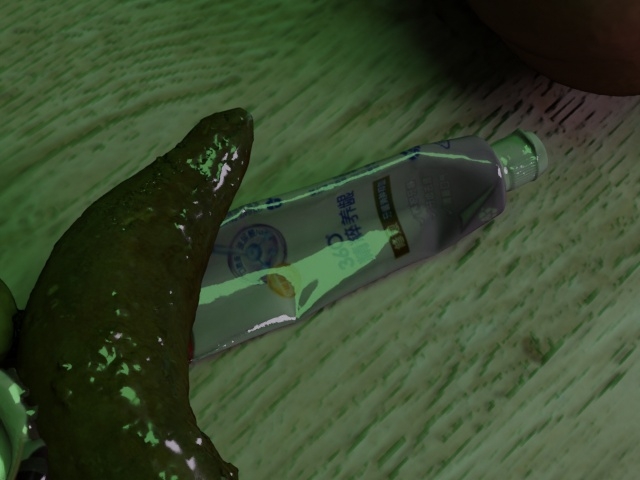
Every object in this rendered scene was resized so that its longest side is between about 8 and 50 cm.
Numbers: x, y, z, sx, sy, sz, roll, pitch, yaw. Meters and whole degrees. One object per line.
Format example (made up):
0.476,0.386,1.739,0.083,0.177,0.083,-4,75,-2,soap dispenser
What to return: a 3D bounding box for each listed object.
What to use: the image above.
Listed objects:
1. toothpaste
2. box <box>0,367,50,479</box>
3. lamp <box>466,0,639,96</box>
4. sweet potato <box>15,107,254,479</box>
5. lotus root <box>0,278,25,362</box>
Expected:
0.000,0.000,0.945,0.301,0.048,0.075,-23,93,-21,toothpaste
-0.195,0.116,0.753,0.151,0.135,0.151,11,58,-17,box
0.161,-0.239,1.033,0.305,0.239,0.305,22,65,-60,lamp
-0.089,0.074,0.827,0.124,0.098,0.310,8,66,-30,sweet potato
-0.213,0.034,0.833,0.152,0.063,0.072,6,45,-24,lotus root
